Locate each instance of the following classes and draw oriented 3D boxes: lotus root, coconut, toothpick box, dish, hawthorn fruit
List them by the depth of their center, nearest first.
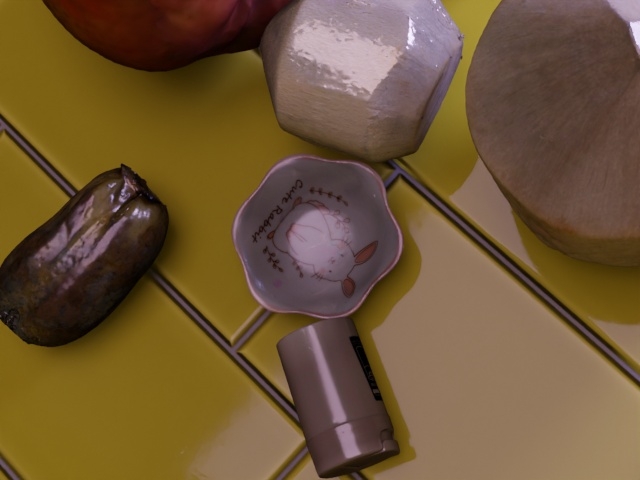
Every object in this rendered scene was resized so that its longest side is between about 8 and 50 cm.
[{"bbox_3d":[0.365,-0.150,1.499,0.415,0.415,0.345,-2,75,14],"label":"coconut"},{"bbox_3d":[0.021,0.200,1.664,0.111,0.111,0.181,-23,71,9],"label":"toothpick box"},{"bbox_3d":[0.042,-0.231,1.694,0.247,0.245,0.245,24,84,10],"label":"coconut"},{"bbox_3d":[-0.213,-0.468,1.720,0.471,0.472,0.472,-3,76,14],"label":"hawthorn fruit"},{"bbox_3d":[0.000,0.000,1.735,0.229,0.081,0.229,-2,78,11],"label":"dish"},{"bbox_3d":[-0.319,0.030,1.772,0.275,0.160,0.152,-43,95,3],"label":"lotus root"}]
